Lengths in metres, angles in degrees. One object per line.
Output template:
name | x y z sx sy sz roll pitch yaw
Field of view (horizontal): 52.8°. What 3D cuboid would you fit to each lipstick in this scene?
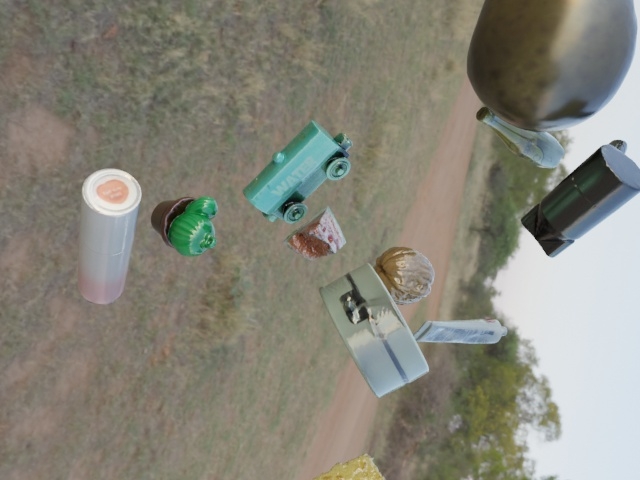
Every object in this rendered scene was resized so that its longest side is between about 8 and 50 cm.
lipstick | -0.363 0.005 1.092 0.087 0.087 0.326 -64 -175 -35

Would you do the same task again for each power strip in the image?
power strip | 0.138 0.230 1.699 0.357 0.162 0.357 61 0 -1

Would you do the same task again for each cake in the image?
cake | 0.084 0.801 1.854 0.223 0.227 0.285 -18 139 -23

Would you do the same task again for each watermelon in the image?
watermelon | 0.012 -0.013 1.426 0.121 0.098 0.158 -43 -174 -24

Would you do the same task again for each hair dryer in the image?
hair dryer | 0.568 -0.114 1.370 0.302 0.116 0.244 -39 173 -46

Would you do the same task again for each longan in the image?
longan | 0.470 -0.402 1.327 0.361 0.361 0.360 15 90 -76

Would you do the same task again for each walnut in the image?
walnut | 0.273 0.119 2.129 0.213 0.214 0.213 15 90 -76

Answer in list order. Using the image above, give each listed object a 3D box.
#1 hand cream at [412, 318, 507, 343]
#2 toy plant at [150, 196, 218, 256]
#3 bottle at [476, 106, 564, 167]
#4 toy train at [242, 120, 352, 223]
hand cream | 0.452 0.287 2.057 0.124 0.341 0.077 122 -35 -46
toy plant | -0.283 -0.036 1.406 0.142 0.201 0.105 -60 143 -16
bottle | 0.475 -0.250 1.549 0.083 0.270 0.083 -36 -136 45
toy train | -0.048 -0.142 1.337 0.248 0.101 0.159 -43 143 12
